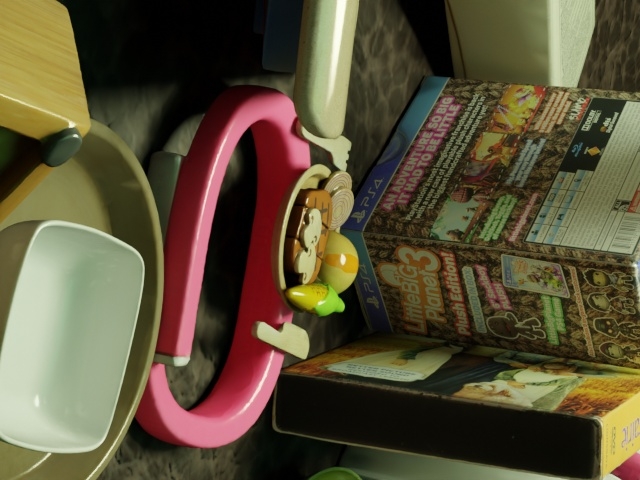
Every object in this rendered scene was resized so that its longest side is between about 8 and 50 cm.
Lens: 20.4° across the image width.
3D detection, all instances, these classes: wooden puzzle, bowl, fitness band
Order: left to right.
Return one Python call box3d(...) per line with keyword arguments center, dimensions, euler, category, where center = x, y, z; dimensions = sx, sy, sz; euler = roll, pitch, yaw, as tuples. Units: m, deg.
box3d(center=(-0.176, 0.059, 1.113), dimensions=(0.142, 0.053, 0.142), euler=(25, 76, -65), category="bowl")
box3d(center=(-0.075, 0.021, 1.404), dimensions=(0.209, 0.054, 0.291), euler=(12, 88, -65), category="fitness band")
box3d(center=(-0.004, -0.263, 1.336), dimensions=(0.348, 0.080, 0.322), euler=(-88, -176, -77), category="wooden puzzle")

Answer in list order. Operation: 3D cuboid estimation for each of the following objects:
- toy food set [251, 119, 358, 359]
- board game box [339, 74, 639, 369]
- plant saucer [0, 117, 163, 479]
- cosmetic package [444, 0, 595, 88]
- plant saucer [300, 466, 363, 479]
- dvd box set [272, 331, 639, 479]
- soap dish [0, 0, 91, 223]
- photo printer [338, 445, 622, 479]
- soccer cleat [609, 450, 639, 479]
box3d(center=(0.000, 0.000, 1.462), dimensions=(0.132, 0.038, 0.192), euler=(28, 73, -67), category="toy food set")
box3d(center=(0.202, -0.023, 1.688), dimensions=(0.232, 0.291, 0.141), euler=(-59, 145, -38), category="board game box")
box3d(center=(-0.192, 0.052, 1.185), dimensions=(0.278, 0.041, 0.278), euler=(-33, 127, -59), category="plant saucer")
box3d(center=(0.201, -0.239, 1.757), dimensions=(0.309, 0.113, 0.160), euler=(71, 36, -64), category="cosmetic package")
box3d(center=(-0.021, 0.321, 1.615), dimensions=(0.241, 0.037, 0.241), euler=(-25, 120, -56), category="plant saucer")
box3d(center=(0.185, 0.132, 1.689), dimensions=(0.420, 0.307, 0.062), euler=(-14, 109, -62), category="dvd box set")
box3d(center=(-0.255, -0.047, 0.819), dimensions=(0.229, 0.118, 0.291), euler=(-44, 158, 12), category="soap dish")
box3d(center=(0.174, 0.324, 1.726), dimensions=(0.107, 0.307, 0.256), euler=(-43, 135, -52), category="photo printer")
box3d(center=(0.268, 0.192, 1.823), dimensions=(0.331, 0.116, 0.143), euler=(130, -16, -73), category="soccer cleat")
